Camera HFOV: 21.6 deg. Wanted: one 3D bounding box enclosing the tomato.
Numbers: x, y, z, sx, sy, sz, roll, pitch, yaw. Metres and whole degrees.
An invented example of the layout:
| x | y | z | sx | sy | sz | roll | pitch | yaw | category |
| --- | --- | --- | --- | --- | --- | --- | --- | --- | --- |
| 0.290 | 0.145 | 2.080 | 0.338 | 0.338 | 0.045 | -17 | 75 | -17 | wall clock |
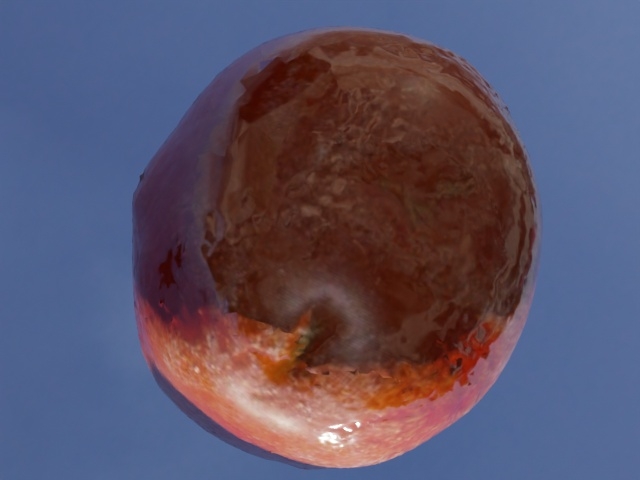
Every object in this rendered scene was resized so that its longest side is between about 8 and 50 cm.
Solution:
| x | y | z | sx | sy | sz | roll | pitch | yaw | category |
| --- | --- | --- | --- | --- | --- | --- | --- | --- | --- |
| -0.002 | 0.001 | 0.845 | 0.188 | 0.232 | 0.232 | 29 | -144 | -20 | tomato |
